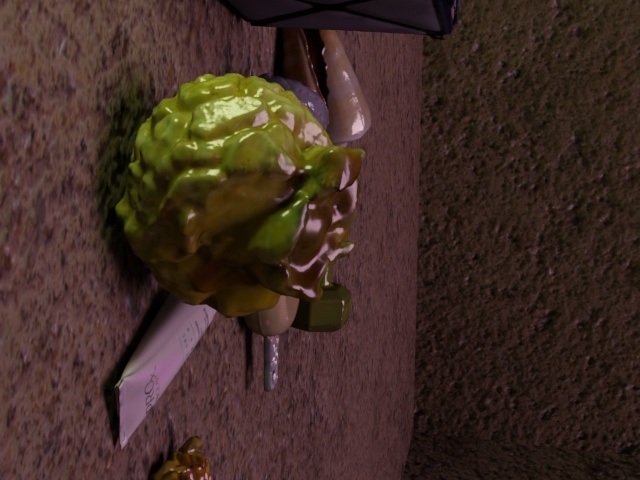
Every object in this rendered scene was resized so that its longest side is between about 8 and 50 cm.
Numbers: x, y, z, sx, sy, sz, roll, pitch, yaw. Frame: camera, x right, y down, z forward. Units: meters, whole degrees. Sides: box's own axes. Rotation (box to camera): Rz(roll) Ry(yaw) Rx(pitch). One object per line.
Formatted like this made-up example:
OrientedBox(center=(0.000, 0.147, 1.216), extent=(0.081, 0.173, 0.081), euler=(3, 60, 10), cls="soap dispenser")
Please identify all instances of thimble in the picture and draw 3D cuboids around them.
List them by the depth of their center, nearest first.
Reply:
OrientedBox(center=(-0.056, -0.144, 1.690), extent=(0.151, 0.127, 0.118), euler=(81, 18, -67), cls="thimble")

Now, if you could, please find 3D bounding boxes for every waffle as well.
OrientedBox(center=(-0.175, 0.368, 1.516), extent=(0.238, 0.059, 0.243), euler=(-77, 169, -51), cls="waffle")

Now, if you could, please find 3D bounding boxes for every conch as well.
OrientedBox(center=(-0.015, -0.248, 1.968), extent=(0.158, 0.127, 0.255), euler=(-22, 96, -45), cls="conch")

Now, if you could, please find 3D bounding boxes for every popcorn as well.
OrientedBox(center=(-0.086, -0.046, 1.321), extent=(0.258, 0.270, 0.224), euler=(36, 40, -23), cls="popcorn")

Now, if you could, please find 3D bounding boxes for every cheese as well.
OrientedBox(center=(-0.077, 0.104, 1.845), extent=(0.163, 0.071, 0.249), euler=(5, 91, -79), cls="cheese")

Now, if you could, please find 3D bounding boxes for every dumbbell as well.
OrientedBox(center=(0.000, 0.000, 2.093), extent=(0.121, 0.108, 0.302), euler=(-40, 133, -75), cls="dumbbell")

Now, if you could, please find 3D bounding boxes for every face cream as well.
OrientedBox(center=(-0.174, 0.118, 1.401), extent=(0.243, 0.058, 0.092), euler=(-61, 159, -51), cls="face cream")

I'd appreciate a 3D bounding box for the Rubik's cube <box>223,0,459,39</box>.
OrientedBox(center=(0.030, -0.432, 1.531), extent=(0.307, 0.310, 0.305), euler=(17, 79, -81), cls="Rubik's cube")
